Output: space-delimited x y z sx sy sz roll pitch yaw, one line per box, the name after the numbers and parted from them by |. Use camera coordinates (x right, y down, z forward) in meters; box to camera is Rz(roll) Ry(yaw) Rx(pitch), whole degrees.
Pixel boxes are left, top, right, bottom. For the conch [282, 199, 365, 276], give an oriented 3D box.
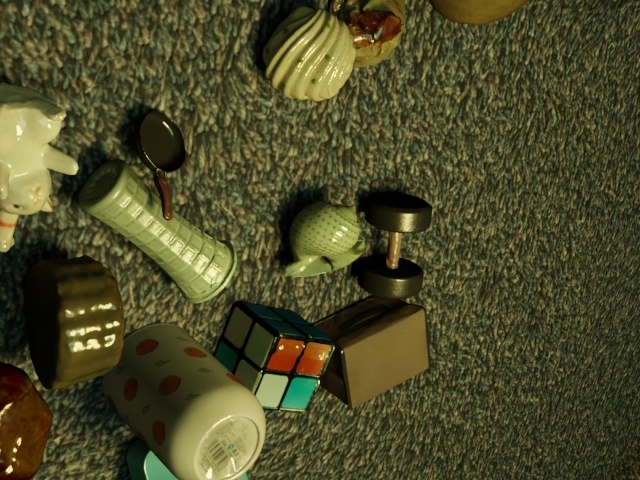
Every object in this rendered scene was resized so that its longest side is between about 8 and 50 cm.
-0.001 -0.011 1.738 0.200 0.131 0.172 -25 162 19 | conch

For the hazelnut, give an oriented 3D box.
-0.574 0.319 1.393 0.218 0.218 0.233 -1 91 -39 | hazelnut

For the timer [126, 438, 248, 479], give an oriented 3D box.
-0.267 0.505 1.739 0.250 0.091 0.231 -20 99 -36 | timer

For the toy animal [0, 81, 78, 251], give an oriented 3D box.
-0.474 -0.105 1.302 0.141 0.138 0.282 -20 122 -37 | toy animal

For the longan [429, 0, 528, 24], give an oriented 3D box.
0.337 -0.587 1.662 0.297 0.297 0.297 -17 120 -33 | longan

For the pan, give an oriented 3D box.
-0.284 -0.129 1.445 0.115 0.040 0.212 20 56 -51 | pan

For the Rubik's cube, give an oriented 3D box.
-0.105 0.252 1.746 0.183 0.167 0.180 13 102 -41 | Rubik's cube

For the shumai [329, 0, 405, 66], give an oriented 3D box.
0.112 -0.445 1.640 0.201 0.120 0.201 -15 117 -31 | shumai

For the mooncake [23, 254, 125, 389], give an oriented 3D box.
-0.424 0.137 1.394 0.124 0.228 0.228 -6 113 -35 | mooncake

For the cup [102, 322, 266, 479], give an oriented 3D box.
-0.256 0.319 1.551 0.212 0.317 0.212 -17 120 -32 | cup

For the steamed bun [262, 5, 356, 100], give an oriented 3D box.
-0.020 -0.347 1.539 0.183 0.106 0.182 1 107 2 | steamed bun

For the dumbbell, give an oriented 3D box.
0.171 0.010 1.869 0.153 0.152 0.218 -10 115 -36 | dumbbell

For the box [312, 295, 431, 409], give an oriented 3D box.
0.116 0.256 1.939 0.252 0.153 0.188 -25 122 -28 | box

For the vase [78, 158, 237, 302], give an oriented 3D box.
-0.297 -0.020 1.492 0.143 0.143 0.299 -52 130 -8 | vase
